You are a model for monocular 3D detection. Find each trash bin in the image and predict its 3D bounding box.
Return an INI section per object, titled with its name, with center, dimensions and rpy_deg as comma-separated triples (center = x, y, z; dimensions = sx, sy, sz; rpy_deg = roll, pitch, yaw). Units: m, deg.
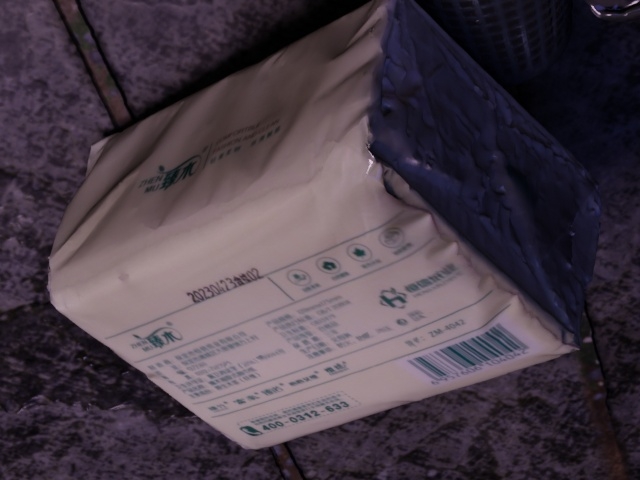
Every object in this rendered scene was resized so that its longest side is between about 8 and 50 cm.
[trash bin]
center = 0.135, -0.213, 1.192
dimensions = 0.175, 0.175, 0.161
rpy_deg = -18, 137, 7

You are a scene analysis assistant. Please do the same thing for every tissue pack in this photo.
[tissue pack]
center = 0.000, 0.000, 1.241
dimensions = 0.380, 0.207, 0.297
rpy_deg = -21, 131, 36

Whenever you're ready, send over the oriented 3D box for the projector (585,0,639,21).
[projector]
center = 0.232, -0.399, 0.905
dimensions = 0.242, 0.395, 0.405
rpy_deg = 37, 115, -27
